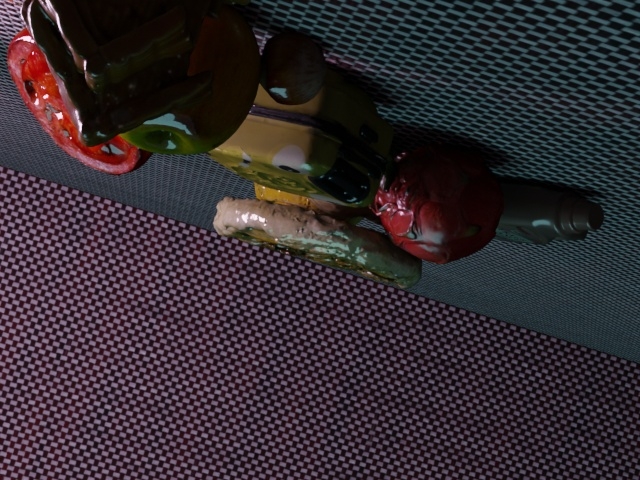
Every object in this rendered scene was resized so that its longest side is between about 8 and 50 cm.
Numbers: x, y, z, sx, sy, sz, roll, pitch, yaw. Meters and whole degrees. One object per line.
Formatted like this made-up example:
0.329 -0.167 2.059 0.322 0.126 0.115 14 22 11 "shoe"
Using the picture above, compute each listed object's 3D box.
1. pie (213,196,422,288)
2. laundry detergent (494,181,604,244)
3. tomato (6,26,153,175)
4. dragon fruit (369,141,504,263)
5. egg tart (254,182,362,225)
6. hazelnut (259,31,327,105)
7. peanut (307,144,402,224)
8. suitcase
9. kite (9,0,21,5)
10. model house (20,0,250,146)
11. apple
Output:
0.000 -0.001 2.032 0.339 0.077 0.339 17 -179 0 "pie"
0.330 -0.033 2.032 0.237 0.076 0.171 7 169 46 "laundry detergent"
-0.297 -0.211 1.847 0.200 0.139 0.233 0 129 45 "tomato"
0.165 -0.054 1.892 0.209 0.172 0.172 9 179 -37 "dragon fruit"
-0.008 -0.092 2.231 0.288 0.118 0.288 17 169 4 "egg tart"
-0.032 -0.197 1.584 0.086 0.086 0.086 16 173 2 "hazelnut"
0.047 -0.094 1.986 0.224 0.129 0.129 18 173 -24 "peanut"
-0.034 -0.142 1.735 0.234 0.143 0.194 14 172 29 "suitcase"
-0.413 -0.337 1.500 0.222 0.008 0.125 35 162 29 "kite"
-0.178 -0.197 1.318 0.219 0.229 0.199 18 179 -22 "model house"
-0.165 -0.189 1.542 0.196 0.196 0.196 16 173 2 "apple"
